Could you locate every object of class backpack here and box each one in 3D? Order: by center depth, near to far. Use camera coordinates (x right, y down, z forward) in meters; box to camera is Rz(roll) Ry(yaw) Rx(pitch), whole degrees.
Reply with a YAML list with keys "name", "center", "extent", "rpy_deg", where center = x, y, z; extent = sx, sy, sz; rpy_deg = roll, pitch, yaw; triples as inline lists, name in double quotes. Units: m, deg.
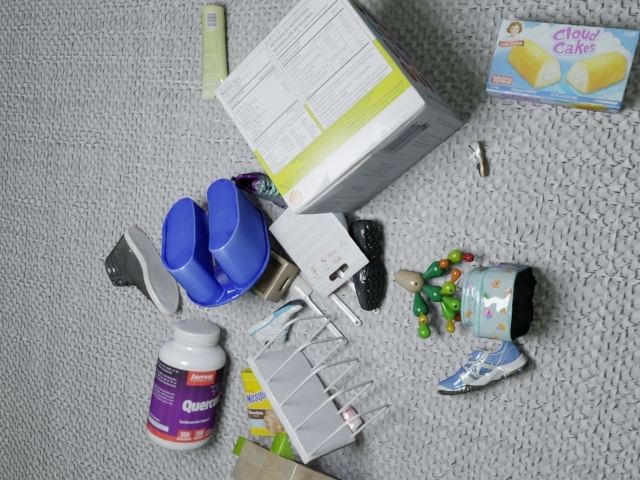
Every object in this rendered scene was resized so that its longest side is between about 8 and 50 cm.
- name: "backpack"
  center: [0.376, 0.129, 1.202]
  extent: [0.144, 0.188, 0.166]
  rpy_deg: [7, 96, 23]

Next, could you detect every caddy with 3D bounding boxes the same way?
- name: "caddy"
  center: [-0.254, 0.010, 1.423]
  extent: [0.241, 0.179, 0.341]
  rpy_deg: [-25, 41, 10]

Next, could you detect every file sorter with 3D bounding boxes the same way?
- name: "file sorter"
  center: [0.001, 0.336, 1.339]
  extent: [0.173, 0.192, 0.278]
  rpy_deg: [-47, 63, 25]

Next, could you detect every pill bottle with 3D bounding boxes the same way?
- name: "pill bottle"
  center: [-0.361, 0.388, 1.546]
  extent: [0.181, 0.181, 0.323]
  rpy_deg: [15, 99, 23]

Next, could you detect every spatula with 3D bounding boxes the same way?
- name: "spatula"
  center: [0.025, 0.138, 1.454]
  extent: [0.168, 0.019, 0.242]
  rpy_deg: [-46, 76, 14]

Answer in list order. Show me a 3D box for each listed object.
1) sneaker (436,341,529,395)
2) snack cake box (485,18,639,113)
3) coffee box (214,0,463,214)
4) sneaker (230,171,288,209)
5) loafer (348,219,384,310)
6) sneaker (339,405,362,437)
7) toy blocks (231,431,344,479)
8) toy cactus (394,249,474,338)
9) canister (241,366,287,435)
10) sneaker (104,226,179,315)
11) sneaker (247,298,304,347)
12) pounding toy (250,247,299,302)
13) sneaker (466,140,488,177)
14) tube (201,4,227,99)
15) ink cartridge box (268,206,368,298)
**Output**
- name: "sneaker"
  center: [0.357, 0.289, 1.286]
  extent: [0.211, 0.080, 0.081]
  rpy_deg: [-28, 75, 13]
- name: "snack cake box"
  center: [0.495, -0.362, 1.177]
  extent: [0.264, 0.089, 0.152]
  rpy_deg: [14, 99, 22]
- name: "coffee box"
  center: [0.049, -0.290, 1.243]
  extent: [0.338, 0.337, 0.334]
  rpy_deg: [-39, 77, 22]
- name: "sneaker"
  center: [-0.121, -0.125, 1.457]
  extent: [0.223, 0.098, 0.083]
  rpy_deg: [14, 98, 23]
- name: "loafer"
  center: [0.107, 0.059, 1.387]
  extent: [0.078, 0.076, 0.223]
  rpy_deg: [3, 99, 57]
- name: "sneaker"
  center: [0.055, 0.488, 1.438]
  extent: [0.070, 0.051, 0.134]
  rpy_deg: [42, 104, 22]
- name: "toy blocks"
  center: [-0.039, 0.601, 1.379]
  extent: [0.381, 0.261, 0.191]
  rpy_deg: [-12, 50, 59]
- name: "toy cactus"
  center: [0.258, 0.110, 1.317]
  extent: [0.180, 0.112, 0.219]
  rpy_deg: [26, 106, 40]
- name: "canister"
  center: [-0.140, 0.426, 1.510]
  extent: [0.126, 0.073, 0.170]
  rpy_deg: [-7, 91, 24]
- name: "sneaker"
  center: [-0.523, 0.118, 1.652]
  extent: [0.147, 0.104, 0.296]
  rpy_deg: [-41, 71, 22]
- name: "sneaker"
  center: [-0.103, 0.221, 1.492]
  extent: [0.190, 0.071, 0.083]
  rpy_deg: [-37, 85, 30]
- name: "pounding toy"
  center: [-0.145, 0.095, 1.487]
  extent: [0.130, 0.100, 0.141]
  rpy_deg: [33, 92, 29]
- name: "sneaker"
  center: [0.354, -0.181, 1.285]
  extent: [0.037, 0.032, 0.083]
  rpy_deg: [-16, 81, 38]
- name: "tube"
  center: [-0.289, -0.506, 1.539]
  extent: [0.070, 0.062, 0.240]
  rpy_deg: [-162, 70, -66]
- name: "ink cartridge box"
  center: [0.000, 0.000, 1.407]
  extent: [0.232, 0.066, 0.189]
  rpy_deg: [49, 127, 2]
